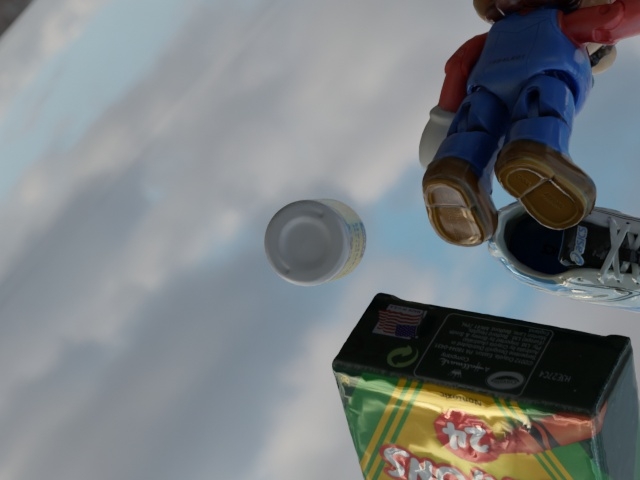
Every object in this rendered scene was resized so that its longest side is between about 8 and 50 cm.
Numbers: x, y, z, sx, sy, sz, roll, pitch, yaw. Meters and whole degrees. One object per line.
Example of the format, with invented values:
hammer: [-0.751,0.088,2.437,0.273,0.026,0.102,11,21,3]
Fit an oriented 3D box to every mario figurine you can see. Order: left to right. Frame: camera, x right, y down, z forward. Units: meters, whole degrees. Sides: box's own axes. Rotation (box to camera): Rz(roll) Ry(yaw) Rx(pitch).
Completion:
mario figurine: [0.190,-0.124,1.557,0.170,0.198,0.320,94,13,-52]

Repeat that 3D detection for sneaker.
sneaker: [0.245,0.016,1.595,0.086,0.237,0.085,12,87,-65]

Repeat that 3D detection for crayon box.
crayon box: [0.141,0.194,1.452,0.202,0.318,0.081,9,-135,28]

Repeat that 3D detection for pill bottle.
pill bottle: [0.000,0.000,1.505,0.065,0.065,0.116,-46,174,9]
